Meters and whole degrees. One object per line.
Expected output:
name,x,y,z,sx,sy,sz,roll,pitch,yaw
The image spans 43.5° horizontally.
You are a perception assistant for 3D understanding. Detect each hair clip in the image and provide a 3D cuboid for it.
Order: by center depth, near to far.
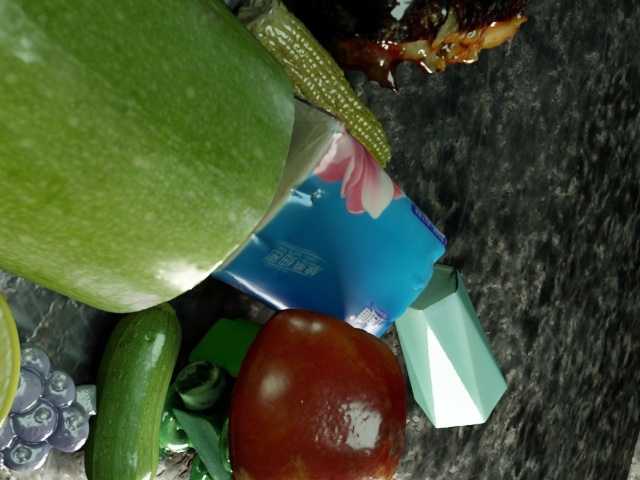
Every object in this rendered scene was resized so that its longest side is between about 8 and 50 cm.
hair clip,-0.289,0.145,0.697,0.195,0.052,0.124,-2,92,-42

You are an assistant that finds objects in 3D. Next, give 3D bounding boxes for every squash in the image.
squash,-0.225,-0.133,0.517,0.384,0.263,0.263,39,70,-48
squash,-0.187,0.165,0.795,0.077,0.068,0.219,7,96,-31

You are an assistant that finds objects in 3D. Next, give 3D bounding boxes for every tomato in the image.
tomato,0.017,0.180,0.802,0.233,0.139,0.201,27,74,-58

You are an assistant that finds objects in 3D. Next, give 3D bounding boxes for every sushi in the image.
sushi,0.127,-0.313,0.973,0.343,0.196,0.182,-22,135,-40

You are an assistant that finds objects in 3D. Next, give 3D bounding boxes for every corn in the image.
corn,0.000,-0.159,0.924,0.288,0.086,0.087,47,64,-43

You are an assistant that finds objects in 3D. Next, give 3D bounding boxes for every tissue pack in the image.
tissue pack,0.000,0.000,0.890,0.209,0.137,0.269,-47,139,2

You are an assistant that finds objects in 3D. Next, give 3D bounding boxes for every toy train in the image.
toy train,-0.073,0.205,0.904,0.188,0.132,0.243,-53,136,-36

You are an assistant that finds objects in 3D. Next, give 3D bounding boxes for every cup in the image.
cup,0.186,0.152,1.197,0.134,0.148,0.236,-83,157,-51

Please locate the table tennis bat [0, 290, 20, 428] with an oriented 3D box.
table tennis bat,-0.372,0.160,0.581,0.224,0.054,0.369,43,67,-36
